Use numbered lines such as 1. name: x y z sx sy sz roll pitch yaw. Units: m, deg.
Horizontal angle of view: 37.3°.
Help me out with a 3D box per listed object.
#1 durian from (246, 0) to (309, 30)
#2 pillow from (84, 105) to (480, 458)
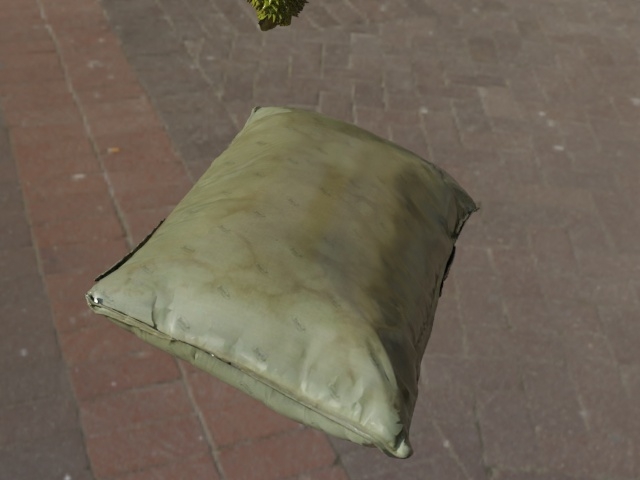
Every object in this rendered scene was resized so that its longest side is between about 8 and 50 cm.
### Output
1. durian: -0.059 -0.399 1.307 0.146 0.198 0.159 10 -5 40
2. pillow: 0.000 0.000 0.594 0.185 0.075 0.302 24 31 3
